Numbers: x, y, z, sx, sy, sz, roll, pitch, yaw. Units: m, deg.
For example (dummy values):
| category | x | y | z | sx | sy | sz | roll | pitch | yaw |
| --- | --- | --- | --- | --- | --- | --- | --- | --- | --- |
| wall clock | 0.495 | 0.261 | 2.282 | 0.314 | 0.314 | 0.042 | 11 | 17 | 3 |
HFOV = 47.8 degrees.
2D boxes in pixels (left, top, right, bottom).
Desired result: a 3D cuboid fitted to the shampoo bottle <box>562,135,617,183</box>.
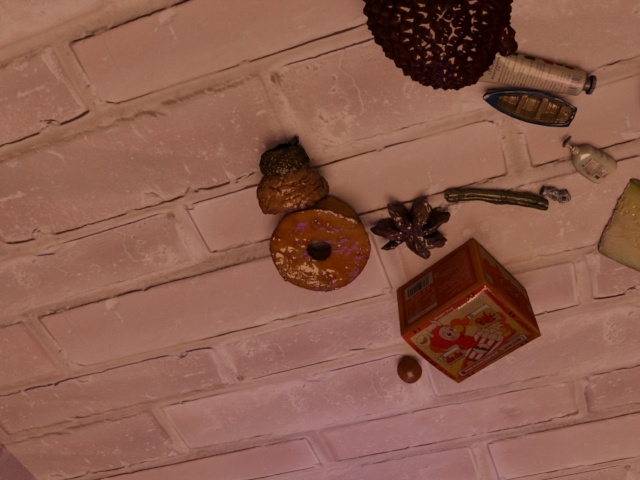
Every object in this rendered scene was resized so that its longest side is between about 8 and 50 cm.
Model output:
| category | x | y | z | sx | sy | sz | roll | pitch | yaw |
| --- | --- | --- | --- | --- | --- | --- | --- | --- | --- |
| shampoo bottle | 0.651 | -0.201 | 1.776 | 0.151 | 0.045 | 0.077 | 27 | 125 | -20 |

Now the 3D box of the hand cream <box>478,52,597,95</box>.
| category | x | y | z | sx | sy | sz | roll | pitch | yaw |
| --- | --- | --- | --- | --- | --- | --- | --- | --- | --- |
| hand cream | 0.487 | -0.380 | 1.644 | 0.275 | 0.059 | 0.095 | 12 | 128 | -1 |

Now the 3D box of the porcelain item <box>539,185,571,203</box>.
| category | x | y | z | sx | sy | sz | roll | pitch | yaw |
| --- | --- | --- | --- | --- | --- | --- | --- | --- | --- |
| porcelain item | 0.604 | -0.116 | 1.853 | 0.083 | 0.028 | 0.036 | 13 | 124 | -10 |

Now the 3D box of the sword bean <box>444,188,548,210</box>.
| category | x | y | z | sx | sy | sz | roll | pitch | yaw |
| --- | --- | --- | --- | --- | --- | --- | --- | --- | --- |
| sword bean | 0.452 | -0.108 | 1.860 | 0.269 | 0.038 | 0.043 | 4 | 102 | -2 |

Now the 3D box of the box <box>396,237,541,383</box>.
| category | x | y | z | sx | sy | sz | roll | pitch | yaw |
| --- | --- | --- | --- | --- | --- | --- | --- | --- | --- |
| box | 0.400 | 0.200 | 1.987 | 0.283 | 0.214 | 0.259 | -37 | 116 | 26 |

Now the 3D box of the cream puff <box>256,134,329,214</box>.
| category | x | y | z | sx | sy | sz | roll | pitch | yaw |
| --- | --- | --- | --- | --- | --- | --- | --- | --- | --- |
| cream puff | -0.078 | -0.166 | 1.770 | 0.183 | 0.183 | 0.169 | -12 | 103 | 10 |

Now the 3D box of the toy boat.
| category | x | y | z | sx | sy | sz | roll | pitch | yaw |
| --- | --- | --- | --- | --- | --- | --- | --- | --- | --- |
| toy boat | 0.485 | -0.319 | 1.691 | 0.228 | 0.046 | 0.080 | 11 | 128 | -6 |

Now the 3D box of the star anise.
| category | x | y | z | sx | sy | sz | roll | pitch | yaw |
| --- | --- | --- | --- | --- | --- | --- | --- | --- | --- |
| star anise | 0.247 | -0.035 | 1.897 | 0.212 | 0.073 | 0.197 | 13 | 129 | -11 |

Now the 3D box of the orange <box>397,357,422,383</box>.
| category | x | y | z | sx | sy | sz | roll | pitch | yaw |
| --- | --- | --- | --- | --- | --- | --- | --- | --- | --- |
| orange | 0.274 | 0.403 | 2.232 | 0.084 | 0.085 | 0.085 | 1 | 127 | 1 |

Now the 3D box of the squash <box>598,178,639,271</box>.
| category | x | y | z | sx | sy | sz | roll | pitch | yaw |
| --- | --- | --- | --- | --- | --- | --- | --- | --- | --- |
| squash | 0.862 | -0.008 | 1.855 | 0.203 | 0.155 | 0.237 | 6 | 128 | -6 |

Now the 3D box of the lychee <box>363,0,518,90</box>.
| category | x | y | z | sx | sy | sz | roll | pitch | yaw |
| --- | --- | --- | --- | --- | --- | --- | --- | --- | --- |
| lychee | 0.242 | -0.453 | 1.443 | 0.330 | 0.306 | 0.306 | 24 | 127 | 11 |

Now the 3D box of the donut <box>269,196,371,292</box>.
| category | x | y | z | sx | sy | sz | roll | pitch | yaw |
| --- | --- | --- | --- | --- | --- | --- | --- | --- | --- |
| donut | -0.001 | 0.002 | 1.908 | 0.277 | 0.109 | 0.278 | 1 | 128 | 1 |
